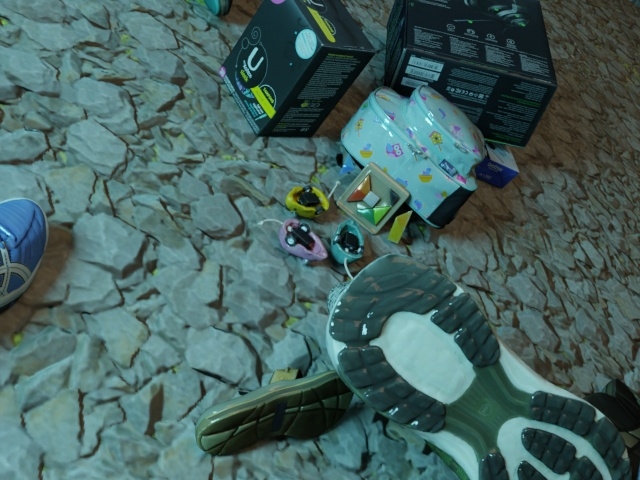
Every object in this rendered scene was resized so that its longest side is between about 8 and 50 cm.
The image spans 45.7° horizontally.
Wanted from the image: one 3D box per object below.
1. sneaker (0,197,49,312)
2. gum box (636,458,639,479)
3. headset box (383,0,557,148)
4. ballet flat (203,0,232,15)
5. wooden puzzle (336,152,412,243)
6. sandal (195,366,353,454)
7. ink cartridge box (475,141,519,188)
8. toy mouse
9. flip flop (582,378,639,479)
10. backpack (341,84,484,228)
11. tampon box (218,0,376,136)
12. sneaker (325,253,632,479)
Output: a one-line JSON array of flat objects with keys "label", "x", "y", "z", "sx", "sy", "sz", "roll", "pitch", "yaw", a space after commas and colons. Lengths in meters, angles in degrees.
[{"label": "sneaker", "x": -0.277, "y": 0.021, "z": 0.583, "sx": 0.080, "sy": 0.081, "sz": 0.211, "roll": 37, "pitch": 36, "yaw": -4}, {"label": "gum box", "x": 0.323, "y": 0.329, "z": 0.758, "sx": 0.041, "sy": 0.156, "sz": 0.184, "roll": 8, "pitch": 29, "yaw": 25}, {"label": "headset box", "x": 0.238, "y": -0.315, "z": 1.262, "sx": 0.246, "sy": 0.131, "sz": 0.283, "roll": 12, "pitch": 47, "yaw": -6}, {"label": "ballet flat", "x": -0.173, "y": -0.450, "z": 1.116, "sx": 0.096, "sy": 0.095, "sz": 0.280, "roll": -26, "pitch": 70, "yaw": -19}, {"label": "wooden puzzle", "x": 0.068, "y": -0.053, "z": 0.973, "sx": 0.116, "sy": 0.078, "sz": 0.014, "roll": 33, "pitch": 10, "yaw": -2}, {"label": "sandal", "x": -0.039, "y": 0.146, "z": 0.692, "sx": 0.180, "sy": 0.072, "sz": 0.049, "roll": -4, "pitch": 35, "yaw": -39}, {"label": "ink cartridge box", "x": 0.264, "y": -0.189, "z": 1.298, "sx": 0.097, "sy": 0.046, "sz": 0.207, "roll": 19, "pitch": 42, "yaw": -29}, {"label": "toy mouse", "x": 0.000, "y": 0.000, "z": 0.889, "sx": 0.161, "sy": 0.031, "sz": 0.143, "roll": -12, "pitch": 61, "yaw": -47}, {"label": "flip flop", "x": 0.356, "y": 0.239, "z": 0.940, "sx": 0.112, "sy": 0.080, "sz": 0.277, "roll": 49, "pitch": 22, "yaw": 17}, {"label": "backpack", "x": 0.127, "y": -0.129, "z": 1.033, "sx": 0.188, "sy": 0.144, "sz": 0.166, "roll": 32, "pitch": 27, "yaw": -3}, {"label": "tampon box", "x": -0.033, "y": -0.230, "z": 0.981, "sx": 0.101, "sy": 0.161, "sz": 0.120, "roll": -7, "pitch": 58, "yaw": -45}, {"label": "sneaker", "x": 0.153, "y": 0.165, "z": 0.764, "sx": 0.410, "sy": 0.158, "sz": 0.182, "roll": 49, "pitch": -6, "yaw": -14}]
